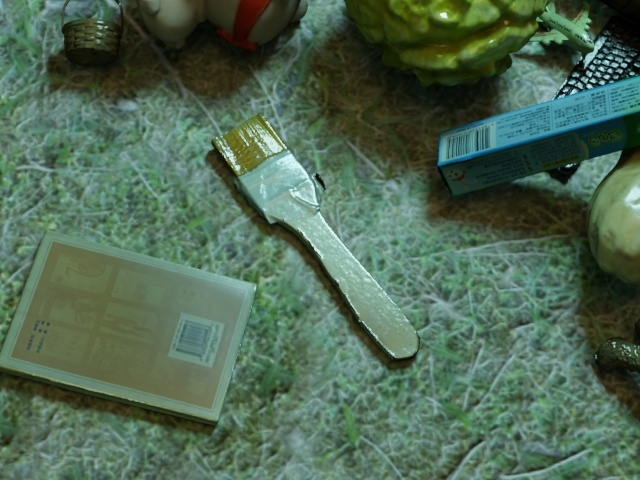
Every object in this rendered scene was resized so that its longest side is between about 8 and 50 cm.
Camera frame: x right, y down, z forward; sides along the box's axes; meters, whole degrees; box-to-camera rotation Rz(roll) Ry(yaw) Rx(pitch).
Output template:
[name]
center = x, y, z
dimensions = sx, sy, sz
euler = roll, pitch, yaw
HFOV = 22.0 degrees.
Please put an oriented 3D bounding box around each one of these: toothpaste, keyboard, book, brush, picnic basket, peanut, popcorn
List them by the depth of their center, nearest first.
[book]
center = -0.204, 0.092, 1.750
dimensions = 0.242, 0.018, 0.170
euler = 15, 63, 3
[toothpaste]
center = 0.259, -0.117, 1.794
dimensions = 0.267, 0.050, 0.065
euler = -15, 36, 18
[peanut]
center = 0.377, -0.066, 1.806
dimensions = 0.130, 0.130, 0.290
euler = 27, 59, 9
[brush]
center = 0.000, 0.000, 1.807
dimensions = 0.085, 0.020, 0.336
euler = -30, 70, -17
[popcorn]
center = 0.148, -0.277, 1.855
dimensions = 0.259, 0.259, 0.212
euler = 2, 87, -3
[picnic basket]
center = -0.261, -0.246, 1.883
dimensions = 0.072, 0.072, 0.083
euler = 0, 76, -4
[keyboard]
center = 0.316, -0.174, 1.911
dimensions = 0.072, 0.023, 0.231
euler = 32, 66, 14

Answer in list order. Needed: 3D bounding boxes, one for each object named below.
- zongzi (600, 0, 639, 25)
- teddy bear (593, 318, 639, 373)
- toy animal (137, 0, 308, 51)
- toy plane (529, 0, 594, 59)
[zongzi]
center = 0.399, -0.255, 1.875
dimensions = 0.241, 0.111, 0.247
euler = -3, 39, -5
[teddy bear]
center = 0.376, 0.143, 1.728
dimensions = 0.119, 0.078, 0.160
euler = -32, 69, -21
[toy animal]
center = -0.108, -0.293, 1.870
dimensions = 0.198, 0.171, 0.171
euler = -3, 64, -2
[toy plane]
center = 0.286, -0.247, 1.931
dimensions = 0.102, 0.040, 0.111
euler = -30, 51, -15
